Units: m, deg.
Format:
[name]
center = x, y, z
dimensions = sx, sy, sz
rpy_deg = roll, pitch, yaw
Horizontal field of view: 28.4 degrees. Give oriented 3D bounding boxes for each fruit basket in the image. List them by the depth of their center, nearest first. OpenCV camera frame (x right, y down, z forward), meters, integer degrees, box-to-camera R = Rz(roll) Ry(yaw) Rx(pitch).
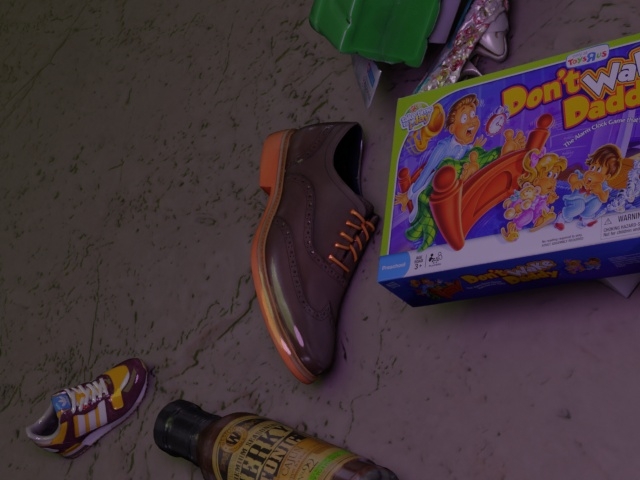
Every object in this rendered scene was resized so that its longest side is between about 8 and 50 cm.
[fruit basket]
center = 0.092, -0.386, 1.611
dimensions = 0.353, 0.165, 0.327
rpy_deg = -89, 14, -56

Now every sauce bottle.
[sauce bottle]
center = -0.064, 0.266, 1.475
dimensions = 0.344, 0.111, 0.111
rpy_deg = 12, 74, 42

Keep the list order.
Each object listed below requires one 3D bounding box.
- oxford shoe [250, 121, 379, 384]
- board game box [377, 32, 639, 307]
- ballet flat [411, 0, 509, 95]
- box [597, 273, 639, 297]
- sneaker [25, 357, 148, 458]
[oxford shoe]
center = 0.000, 0.000, 1.567
dimensions = 0.133, 0.130, 0.363
rpy_deg = -16, 58, 23
[board game box]
center = 0.233, -0.071, 1.321
dimensions = 0.347, 0.078, 0.233
rpy_deg = -12, 59, 35
[ballet flat]
center = 0.187, -0.224, 1.587
dimensions = 0.077, 0.091, 0.241
rpy_deg = 31, 91, 14
[box]
center = 0.293, -0.041, 1.376
dimensions = 0.130, 0.091, 0.170
rpy_deg = -53, 45, 2
[sneaker]
center = -0.316, 0.223, 1.719
dimensions = 0.185, 0.084, 0.069
rpy_deg = -45, 46, 10
